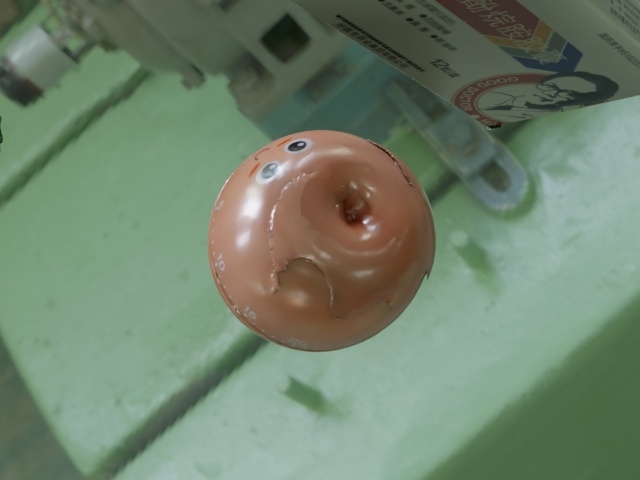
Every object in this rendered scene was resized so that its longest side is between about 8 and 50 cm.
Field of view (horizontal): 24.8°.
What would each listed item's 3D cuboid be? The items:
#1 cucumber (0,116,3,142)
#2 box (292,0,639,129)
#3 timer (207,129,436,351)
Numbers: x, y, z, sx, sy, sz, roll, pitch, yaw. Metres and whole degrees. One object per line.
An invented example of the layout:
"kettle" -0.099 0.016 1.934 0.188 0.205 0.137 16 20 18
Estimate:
"cucumber" -0.269 -0.090 1.018 0.077 0.077 0.265 -56 28 -6
"box" 0.145 -0.199 1.255 0.214 0.353 0.069 -10 69 36
"timer" 0.000 0.000 1.500 0.215 0.229 0.230 -30 43 62
